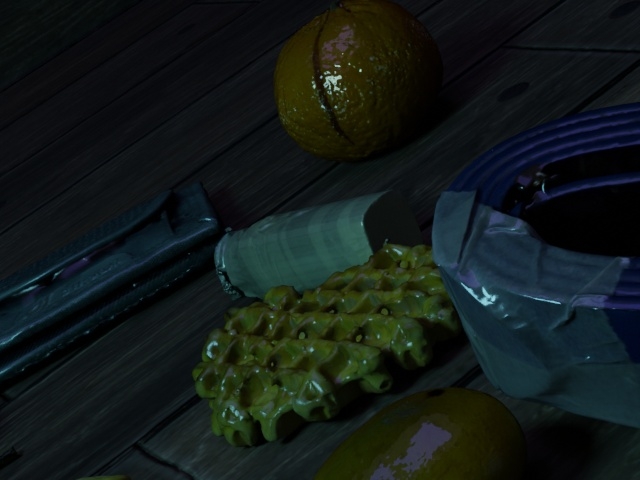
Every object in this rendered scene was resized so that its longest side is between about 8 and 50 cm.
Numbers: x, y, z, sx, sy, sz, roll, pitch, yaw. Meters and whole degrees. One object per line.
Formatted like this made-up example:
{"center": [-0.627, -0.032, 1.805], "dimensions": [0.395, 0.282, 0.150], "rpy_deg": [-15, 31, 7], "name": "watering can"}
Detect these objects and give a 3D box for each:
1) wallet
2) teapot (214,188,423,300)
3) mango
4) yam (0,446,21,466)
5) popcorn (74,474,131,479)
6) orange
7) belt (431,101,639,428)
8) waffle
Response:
{"center": [-0.265, 0.043, 1.842], "dimensions": [0.342, 0.075, 0.237], "rpy_deg": [-31, 17, -2], "name": "wallet"}
{"center": [0.000, 0.000, 1.576], "dimensions": [0.200, 0.077, 0.107], "rpy_deg": [-11, 22, 41], "name": "teapot"}
{"center": [0.052, 0.164, 1.104], "dimensions": [0.178, 0.090, 0.115], "rpy_deg": [-38, 28, 0], "name": "mango"}
{"center": [-0.328, 0.224, 1.572], "dimensions": [0.107, 0.014, 0.014], "rpy_deg": [-33, 20, -11], "name": "yam"}
{"center": [-0.127, 0.240, 1.061], "dimensions": [0.194, 0.163, 0.140], "rpy_deg": [-29, 33, -33], "name": "popcorn"}
{"center": [0.038, -0.177, 1.825], "dimensions": [0.193, 0.161, 0.193], "rpy_deg": [-30, 19, 12], "name": "orange"}
{"center": [0.247, 0.010, 1.073], "dimensions": [0.347, 0.117, 0.212], "rpy_deg": [-3, 42, 28], "name": "belt"}
{"center": [0.010, 0.075, 1.413], "dimensions": [0.253, 0.056, 0.249], "rpy_deg": [-31, 21, 2], "name": "waffle"}
